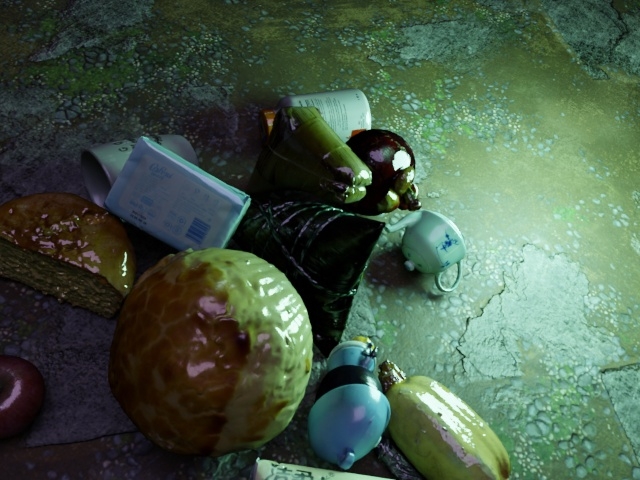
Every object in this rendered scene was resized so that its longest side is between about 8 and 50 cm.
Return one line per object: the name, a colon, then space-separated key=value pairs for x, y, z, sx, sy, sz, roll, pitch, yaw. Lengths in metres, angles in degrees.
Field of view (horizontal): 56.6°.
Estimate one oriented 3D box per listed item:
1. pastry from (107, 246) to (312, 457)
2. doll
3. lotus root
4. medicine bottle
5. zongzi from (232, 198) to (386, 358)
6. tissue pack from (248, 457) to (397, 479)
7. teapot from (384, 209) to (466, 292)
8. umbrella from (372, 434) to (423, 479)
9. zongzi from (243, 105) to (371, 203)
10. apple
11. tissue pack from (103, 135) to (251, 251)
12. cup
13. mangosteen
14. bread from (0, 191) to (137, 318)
pastry: x=-0.208 y=0.203 z=1.080 sx=0.388 sy=0.389 sz=0.312 roll=41 pitch=32 yaw=17
doll: x=0.059 y=0.315 z=1.160 sx=0.141 sy=0.177 sz=0.314 roll=37 pitch=27 yaw=-12
lotus root: x=0.231 y=0.383 z=1.193 sx=0.342 sy=0.152 sz=0.169 roll=42 pitch=39 yaw=23
medicine bottle: x=-0.020 y=-0.322 z=1.619 sx=0.288 sy=0.157 sz=0.157 roll=-12 pitch=59 yaw=-18
zongzi: x=0.000 y=0.000 z=1.288 sx=0.318 sy=0.362 sz=0.384 roll=-6 pitch=53 yaw=-37
tissue pack: x=0.053 y=0.575 z=0.988 sx=0.404 sy=0.205 sz=0.332 roll=11 pitch=51 yaw=-5
teapot: x=0.262 y=0.024 z=1.453 sx=0.232 sy=0.159 sz=0.159 roll=49 pitch=58 yaw=-4
umbrella: x=0.146 y=0.442 z=1.193 sx=0.046 sy=0.050 sz=0.188 roll=-40 pitch=70 yaw=-8
zongzi: x=-0.045 y=-0.133 z=1.420 sx=0.145 sy=0.300 sz=0.274 roll=-6 pitch=51 yaw=-51
apple: x=-0.594 y=0.293 z=1.106 sx=0.153 sy=0.120 sz=0.154 roll=5 pitch=61 yaw=-9
tissue pack: x=-0.298 y=-0.078 z=1.256 sx=0.263 sy=0.089 sz=0.177 roll=30 pitch=94 yaw=0
cup: x=-0.446 y=-0.171 z=1.440 sx=0.234 sy=0.187 sz=0.258 roll=-27 pitch=37 yaw=-35
mangosteen: x=0.154 y=-0.155 z=1.488 sx=0.228 sy=0.228 sz=0.265 roll=-31 pitch=54 yaw=-28
bread: x=-0.532 y=0.015 z=1.271 sx=0.339 sy=0.194 sz=0.179 roll=21 pitch=49 yaw=1
